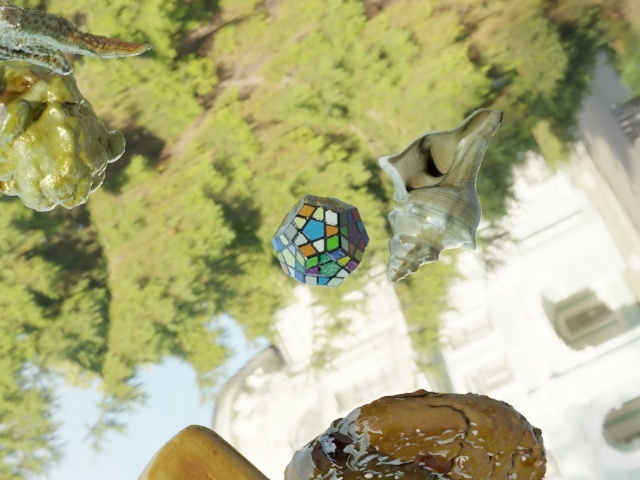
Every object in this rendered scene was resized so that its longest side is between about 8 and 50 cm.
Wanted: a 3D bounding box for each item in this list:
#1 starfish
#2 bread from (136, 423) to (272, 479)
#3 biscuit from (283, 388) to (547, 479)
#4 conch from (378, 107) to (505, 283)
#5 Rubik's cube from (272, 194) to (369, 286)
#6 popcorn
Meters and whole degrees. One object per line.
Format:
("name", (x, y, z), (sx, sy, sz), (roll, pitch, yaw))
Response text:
("starfish", (-0.351, -0.219, 1.168), (0.357, 0.347, 0.078), (-7, 89, 59))
("bread", (-0.047, 0.258, 0.898), (0.239, 0.092, 0.074), (40, 149, 8))
("biscuit", (0.105, 0.260, 1.133), (0.296, 0.295, 0.075), (51, -163, -46))
("conch", (0.129, -0.052, 1.296), (0.114, 0.137, 0.234), (107, 176, -61))
("Rubik's cube", (0.000, 0.000, 1.477), (0.112, 0.133, 0.133), (52, -167, -73))
("popcorn", (-0.449, -0.173, 1.728), (0.250, 0.235, 0.242), (34, -149, -1))
